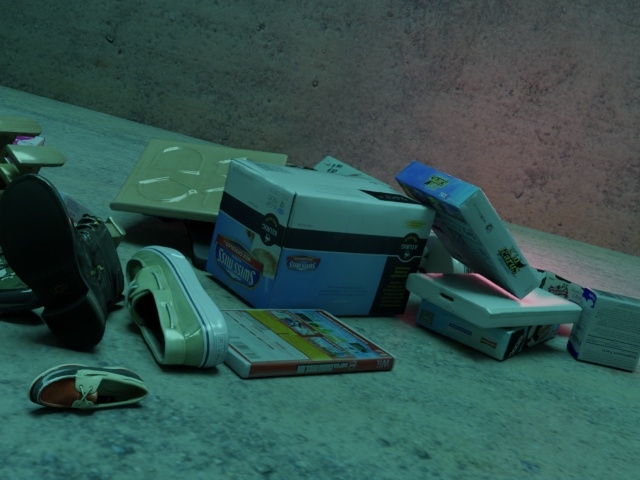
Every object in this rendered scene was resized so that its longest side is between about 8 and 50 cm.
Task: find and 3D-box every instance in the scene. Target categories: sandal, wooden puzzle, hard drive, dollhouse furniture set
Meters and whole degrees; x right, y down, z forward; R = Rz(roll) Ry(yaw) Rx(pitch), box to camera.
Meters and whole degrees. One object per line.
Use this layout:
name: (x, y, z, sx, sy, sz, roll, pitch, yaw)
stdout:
sandal: (-0.233, 0.010, 1.633, 0.097, 0.054, 0.254, 6, 23, -6)
wooden puzzle: (-0.251, -0.113, 1.706, 0.322, 0.080, 0.348, 8, 30, 2)
hard drive: (0.341, 0.113, 1.530, 0.307, 0.040, 0.203, 2, 17, -42)
dollhouse furniture set: (-0.461, -0.050, 1.269, 0.242, 0.212, 0.161, 48, 27, 21)

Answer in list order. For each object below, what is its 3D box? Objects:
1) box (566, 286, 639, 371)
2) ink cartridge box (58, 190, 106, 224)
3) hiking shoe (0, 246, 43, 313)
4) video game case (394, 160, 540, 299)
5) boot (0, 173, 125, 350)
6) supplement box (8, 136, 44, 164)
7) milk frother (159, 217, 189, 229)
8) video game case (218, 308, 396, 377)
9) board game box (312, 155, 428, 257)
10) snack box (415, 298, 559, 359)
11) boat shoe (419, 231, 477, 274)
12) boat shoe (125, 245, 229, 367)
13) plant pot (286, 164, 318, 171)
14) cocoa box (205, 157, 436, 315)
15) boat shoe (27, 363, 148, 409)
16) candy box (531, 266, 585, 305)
box: (0.577, 0.177, 1.568, 0.126, 0.137, 0.072, 13, 11, -6)
ink cartridge box: (-0.572, -0.077, 1.442, 0.311, 0.065, 0.186, 14, -12, 10)
hiking shoe: (-0.476, 0.027, 1.099, 0.227, 0.114, 0.086, 18, 13, 18)
video game case: (0.284, -0.027, 1.538, 0.244, 0.061, 0.269, 50, -4, -26)
boot: (-0.345, 0.009, 1.090, 0.091, 0.263, 0.229, -13, 21, 1)
supplement box: (-0.706, -0.179, 1.779, 0.111, 0.114, 0.220, 12, 14, -14)
milk frother: (-0.295, -0.073, 1.854, 0.135, 0.129, 0.143, -6, 67, -57)
video game case: (-0.051, 0.154, 1.224, 0.285, 0.025, 0.204, 4, 15, -38)
board game box: (0.106, -0.065, 1.943, 0.303, 0.097, 0.224, 35, -18, 55)
snack box: (0.349, 0.156, 1.587, 0.187, 0.060, 0.322, 22, 15, 32)
boat shoe: (0.336, 0.043, 1.911, 0.158, 0.127, 0.340, 4, 13, -10)
boat shoe: (-0.232, 0.085, 1.142, 0.094, 0.109, 0.302, 3, 19, -34)
plant pot: (-0.068, -0.091, 1.911, 0.167, 0.165, 0.167, 4, 18, -1)
cocoa box: (0.000, 0.000, 1.490, 0.347, 0.228, 0.231, 4, 18, -39)
boat shoe: (-0.258, 0.168, 0.880, 0.043, 0.049, 0.137, 27, 13, 40)
candy box: (0.489, 0.108, 1.781, 0.159, 0.071, 0.233, 24, -3, -23)
